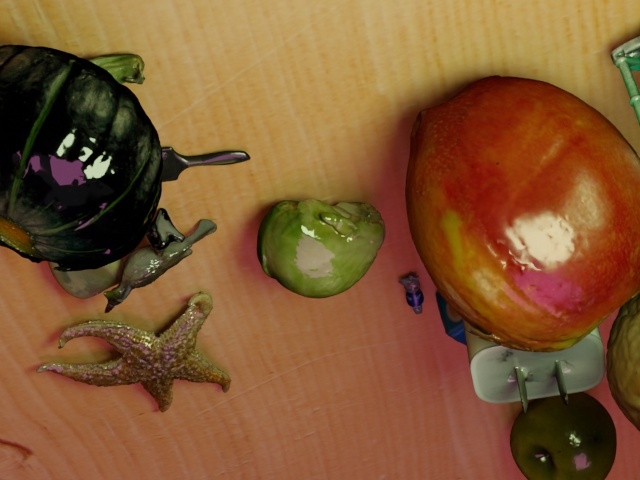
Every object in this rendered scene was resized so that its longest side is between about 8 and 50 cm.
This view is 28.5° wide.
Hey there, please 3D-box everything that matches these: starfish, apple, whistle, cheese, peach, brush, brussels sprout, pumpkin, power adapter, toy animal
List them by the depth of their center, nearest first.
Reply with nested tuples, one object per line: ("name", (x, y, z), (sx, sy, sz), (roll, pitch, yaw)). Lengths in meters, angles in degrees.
("pumpkin", (-0.319, -0.124, 1.501), (0.296, 0.296, 0.296), (-8, 138, -7))
("peach", (0.268, -0.043, 1.644), (0.373, 0.372, 0.290), (-8, 166, -6))
("brush", (-0.190, -0.104, 1.694), (0.193, 0.016, 0.063), (-9, 139, -5))
("cheese", (-0.356, 0.012, 1.764), (0.097, 0.037, 0.192), (-26, 137, 12))
("toy animal", (-0.242, 0.035, 1.779), (0.202, 0.070, 0.105), (-47, 146, 13))
("power adapter", (0.300, 0.140, 1.785), (0.187, 0.255, 0.124), (-11, 131, 7))
("brussels sprout", (-0.003, 0.007, 1.791), (0.183, 0.131, 0.145), (7, 112, -23))
("starfish", (-0.264, 0.197, 1.978), (0.299, 0.060, 0.302), (-27, 138, 11))
("whistle", (0.146, 0.086, 1.985), (0.033, 0.029, 0.083), (-11, 129, 9))
("apple", (0.440, 0.360, 2.256), (0.157, 0.196, 0.196), (-37, 152, -36))

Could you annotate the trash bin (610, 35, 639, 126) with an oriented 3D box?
("trash bin", (0.578, -0.137, 1.692), (0.295, 0.259, 0.381), (-17, 143, 11))

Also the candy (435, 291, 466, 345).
("candy", (0.348, 0.066, 1.968), (0.306, 0.100, 0.157), (-38, 133, 24))

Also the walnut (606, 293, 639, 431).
("walnut", (0.534, 0.139, 1.658), (0.333, 0.333, 0.333), (-8, 138, -7))
